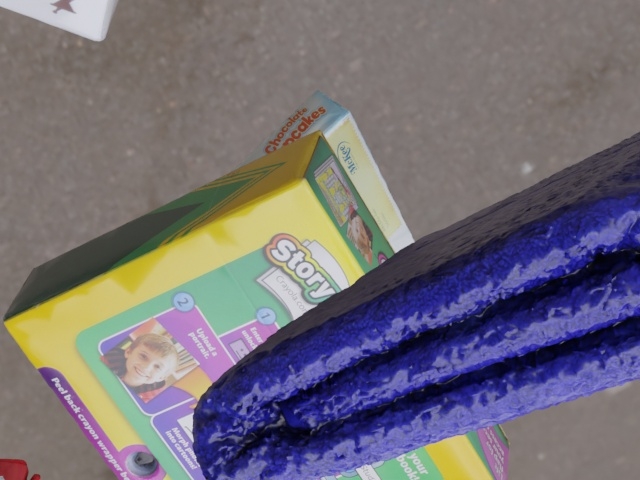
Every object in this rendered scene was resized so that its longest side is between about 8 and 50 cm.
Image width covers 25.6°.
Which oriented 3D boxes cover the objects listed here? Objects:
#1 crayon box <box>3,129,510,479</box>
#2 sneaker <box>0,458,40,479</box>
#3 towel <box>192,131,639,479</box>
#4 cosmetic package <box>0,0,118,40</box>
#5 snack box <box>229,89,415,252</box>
[{"bbox_3d":[-0.049,0.128,1.273,0.313,0.106,0.363,-24,112,19],"label":"crayon box"},{"bbox_3d":[-0.188,0.173,0.762,0.087,0.128,0.221,34,158,-33],"label":"sneaker"},{"bbox_3d":[0.093,0.023,0.654,0.227,0.076,0.308,-28,180,24],"label":"towel"},{"bbox_3d":[-0.186,-0.388,1.014,0.230,0.453,0.161,19,146,-8],"label":"cosmetic package"},{"bbox_3d":[0.000,0.000,1.593,0.187,0.060,0.322,-44,143,-11],"label":"snack box"}]
